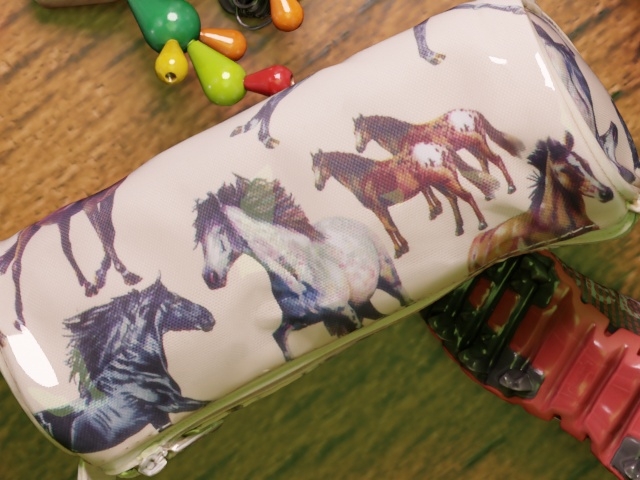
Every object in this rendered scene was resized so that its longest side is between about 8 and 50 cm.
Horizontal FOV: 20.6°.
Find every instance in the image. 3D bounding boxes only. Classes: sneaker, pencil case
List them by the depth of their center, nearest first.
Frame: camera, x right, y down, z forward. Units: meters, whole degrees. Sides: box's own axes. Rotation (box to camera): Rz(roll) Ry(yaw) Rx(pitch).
[{"bbox_3d":[0.000,0.000,1.068,0.410,0.160,0.184,-27,83,12],"label":"pencil case"},{"bbox_3d":[0.176,0.074,1.147,0.276,0.135,0.098,37,105,20],"label":"sneaker"}]

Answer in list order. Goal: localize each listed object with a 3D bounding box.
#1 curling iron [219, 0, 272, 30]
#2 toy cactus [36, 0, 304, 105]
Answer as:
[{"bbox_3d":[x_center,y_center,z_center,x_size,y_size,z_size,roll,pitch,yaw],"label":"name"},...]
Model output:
[{"bbox_3d":[-0.062,-0.274,1.148,0.068,0.035,0.274,-13,94,10],"label":"curling iron"},{"bbox_3d":[-0.108,-0.180,1.106,0.180,0.112,0.219,-13,100,27],"label":"toy cactus"}]
